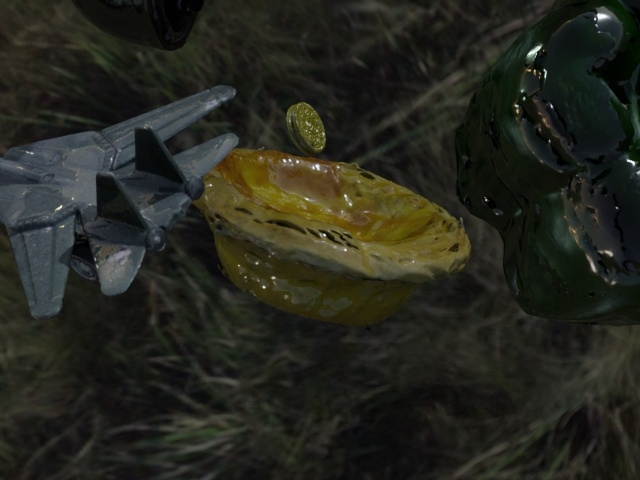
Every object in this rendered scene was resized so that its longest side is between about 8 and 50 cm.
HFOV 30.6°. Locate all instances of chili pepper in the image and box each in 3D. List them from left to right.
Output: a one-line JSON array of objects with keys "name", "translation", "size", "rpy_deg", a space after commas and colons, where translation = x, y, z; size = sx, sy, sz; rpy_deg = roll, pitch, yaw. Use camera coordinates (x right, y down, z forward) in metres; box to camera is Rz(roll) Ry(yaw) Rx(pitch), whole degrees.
[{"name": "chili pepper", "translation": [0.164, -0.057, 0.525], "size": [0.174, 0.261, 0.165], "rpy_deg": [-27, 86, -18]}]

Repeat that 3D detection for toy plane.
[{"name": "toy plane", "translation": [-0.189, -0.029, 0.812], "size": [0.267, 0.088, 0.212], "rpy_deg": [2, 47, 42]}]

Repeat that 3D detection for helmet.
[{"name": "helmet", "translation": [-0.224, -0.358, 1.348], "size": [0.160, 0.230, 0.279], "rpy_deg": [3, 118, 11]}]

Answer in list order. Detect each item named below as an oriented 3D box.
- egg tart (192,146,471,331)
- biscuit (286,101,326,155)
[{"name": "egg tart", "translation": [0.000, 0.000, 1.499], "size": [0.388, 0.388, 0.169], "rpy_deg": [20, 105, 16]}, {"name": "biscuit", "translation": [-0.021, -0.170, 1.790], "size": [0.023, 0.084, 0.084], "rpy_deg": [-19, 80, 28]}]
